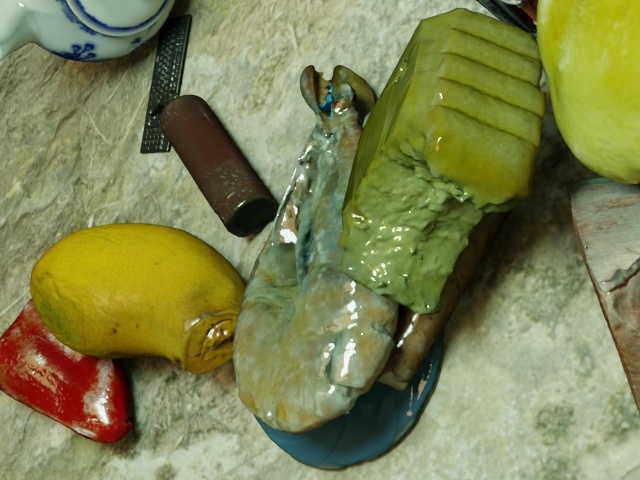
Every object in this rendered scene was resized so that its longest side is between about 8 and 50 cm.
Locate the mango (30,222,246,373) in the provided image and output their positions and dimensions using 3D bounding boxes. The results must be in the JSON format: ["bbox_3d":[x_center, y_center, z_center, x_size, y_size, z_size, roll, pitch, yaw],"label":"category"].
[{"bbox_3d":[-0.222,0.066,1.408,0.359,0.144,0.187,6,55,32],"label":"mango"}]

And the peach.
[{"bbox_3d":[0.340,-0.194,0.954,0.315,0.282,0.314,-130,49,-68],"label":"peach"}]

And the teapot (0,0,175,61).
[{"bbox_3d":[-0.297,-0.363,1.512,0.424,0.252,0.280,-39,34,-19],"label":"teapot"}]

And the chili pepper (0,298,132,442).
[{"bbox_3d":[-0.326,0.178,1.506,0.253,0.144,0.136,26,130,32],"label":"chili pepper"}]

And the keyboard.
[{"bbox_3d":[-0.216,-0.218,1.574,0.064,0.010,0.198,0,78,40],"label":"keyboard"}]

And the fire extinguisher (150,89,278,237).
[{"bbox_3d":[-0.151,-0.110,1.458,0.267,0.072,0.089,54,132,34],"label":"fire extinguisher"}]

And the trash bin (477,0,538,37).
[{"bbox_3d":[0.237,-0.342,1.162,0.238,0.161,0.184,-47,55,14],"label":"trash bin"}]

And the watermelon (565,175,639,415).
[{"bbox_3d":[0.292,0.053,0.968,0.250,0.293,0.283,163,116,-66],"label":"watermelon"}]

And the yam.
[{"bbox_3d":[0.127,0.051,1.187,0.057,0.057,0.241,30,86,39],"label":"yam"}]

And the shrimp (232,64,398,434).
[{"bbox_3d":[0.000,0.000,1.249,0.221,0.110,0.445,-16,55,39],"label":"shrimp"}]

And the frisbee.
[{"bbox_3d":[0.008,0.113,1.286,0.289,0.049,0.289,-11,72,36],"label":"frisbee"}]

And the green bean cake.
[{"bbox_3d":[0.110,-0.076,1.081,0.236,0.124,0.233,119,167,-49],"label":"green bean cake"}]
